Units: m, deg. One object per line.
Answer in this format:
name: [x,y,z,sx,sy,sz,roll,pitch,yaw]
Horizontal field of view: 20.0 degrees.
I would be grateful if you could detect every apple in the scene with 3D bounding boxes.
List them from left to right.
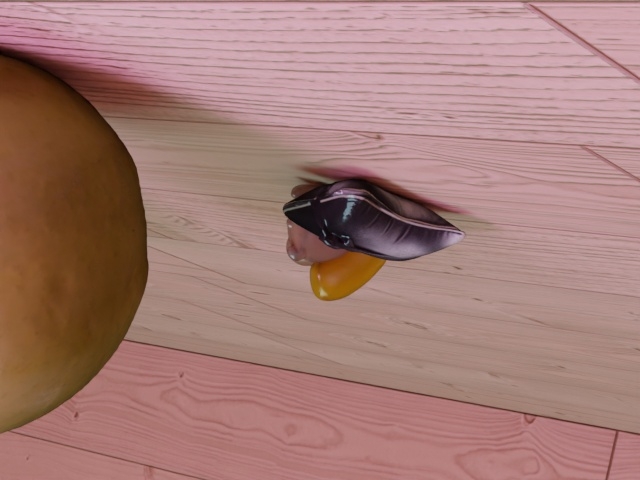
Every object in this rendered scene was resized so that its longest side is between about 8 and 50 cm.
apple: [-0.265,0.001,1.316,0.254,0.292,0.292,-13,-174,-29]

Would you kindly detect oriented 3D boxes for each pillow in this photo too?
pillow: [0.043,-0.016,1.472,0.135,0.055,0.091,15,136,-37]

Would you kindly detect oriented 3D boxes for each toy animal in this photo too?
toy animal: [0.000,0.000,1.554,0.114,0.091,0.082,19,-175,-38]
